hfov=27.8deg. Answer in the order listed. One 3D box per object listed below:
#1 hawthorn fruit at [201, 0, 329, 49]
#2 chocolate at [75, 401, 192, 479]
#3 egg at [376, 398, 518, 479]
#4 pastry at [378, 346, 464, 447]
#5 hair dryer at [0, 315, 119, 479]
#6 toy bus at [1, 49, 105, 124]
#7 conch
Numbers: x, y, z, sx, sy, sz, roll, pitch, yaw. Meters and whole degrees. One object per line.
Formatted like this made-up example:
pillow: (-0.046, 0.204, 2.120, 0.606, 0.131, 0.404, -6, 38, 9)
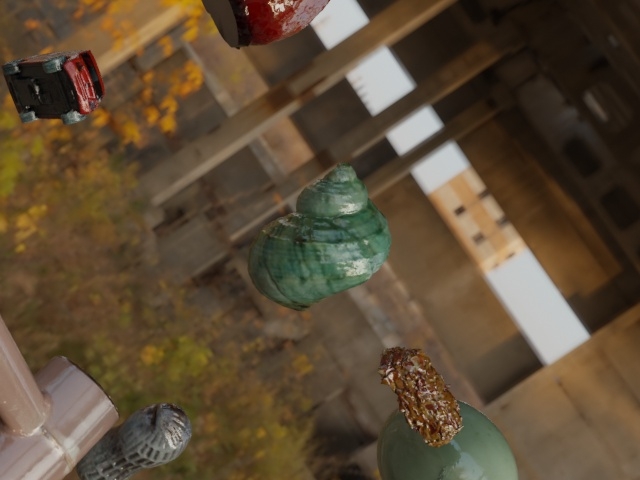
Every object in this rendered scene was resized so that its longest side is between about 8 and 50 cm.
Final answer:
hawthorn fruit: (-0.064, -0.394, 1.866, 0.189, 0.251, 0.189, 50, 8, -9)
chocolate: (-0.216, 0.239, 1.501, 0.072, 0.167, 0.072, 43, 29, -31)
egg: (0.201, 0.359, 2.069, 0.203, 0.203, 0.282, 55, -5, -31)
pastry: (0.154, 0.223, 1.900, 0.169, 0.063, 0.087, 56, 38, -12)
hair dryer: (-0.339, 0.147, 1.326, 0.107, 0.189, 0.344, 28, -30, 31)
toy bus: (-0.328, -0.199, 1.637, 0.195, 0.089, 0.081, 7, -60, 53)
conch: (-0.003, 0.001, 1.596, 0.176, 0.188, 0.122, 36, -7, 47)
